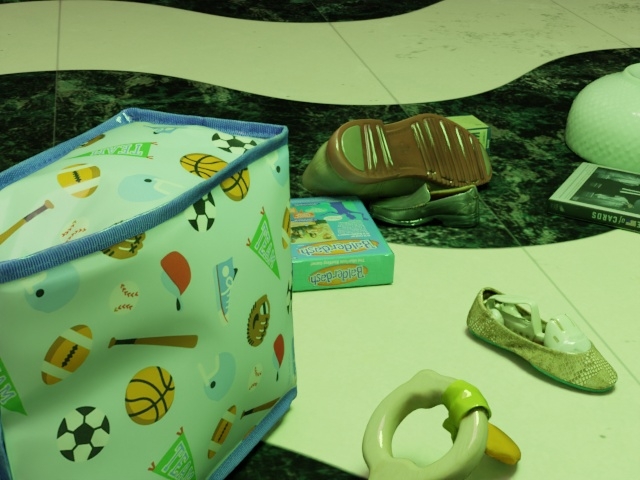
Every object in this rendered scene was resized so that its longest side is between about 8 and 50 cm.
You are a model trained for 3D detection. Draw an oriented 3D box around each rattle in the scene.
[{"bbox_3d":[0.093,0.235,1.055,0.130,0.143,0.200,24,69,28],"label":"rattle"}]

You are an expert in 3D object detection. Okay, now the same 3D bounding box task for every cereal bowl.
[{"bbox_3d":[0.611,-0.227,1.928,0.339,0.141,0.339,2,25,-1],"label":"cereal bowl"}]

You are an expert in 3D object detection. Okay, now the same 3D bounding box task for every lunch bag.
[{"bbox_3d":[-0.196,0.086,1.005,0.239,0.328,0.385,7,27,22],"label":"lunch bag"}]

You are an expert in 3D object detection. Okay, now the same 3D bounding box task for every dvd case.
[{"bbox_3d":[0.496,-0.060,1.695,0.238,0.030,0.179,14,28,26],"label":"dvd case"}]

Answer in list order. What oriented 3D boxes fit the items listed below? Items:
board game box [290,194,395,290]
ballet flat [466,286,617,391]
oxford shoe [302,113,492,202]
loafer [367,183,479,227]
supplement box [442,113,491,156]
[{"bbox_3d":[0.000,0.000,1.523,0.160,0.047,0.210,-4,25,-11],"label":"board game box"},{"bbox_3d":[0.256,0.109,1.278,0.206,0.067,0.073,23,32,38],"label":"ballet flat"},{"bbox_3d":[0.122,-0.121,1.706,0.348,0.123,0.130,2,-23,-38],"label":"oxford shoe"},{"bbox_3d":[0.155,-0.058,1.637,0.170,0.061,0.062,-1,26,-2],"label":"loafer"},{"bbox_3d":[0.242,-0.179,1.903,0.083,0.056,0.083,-8,26,-18],"label":"supplement box"}]
